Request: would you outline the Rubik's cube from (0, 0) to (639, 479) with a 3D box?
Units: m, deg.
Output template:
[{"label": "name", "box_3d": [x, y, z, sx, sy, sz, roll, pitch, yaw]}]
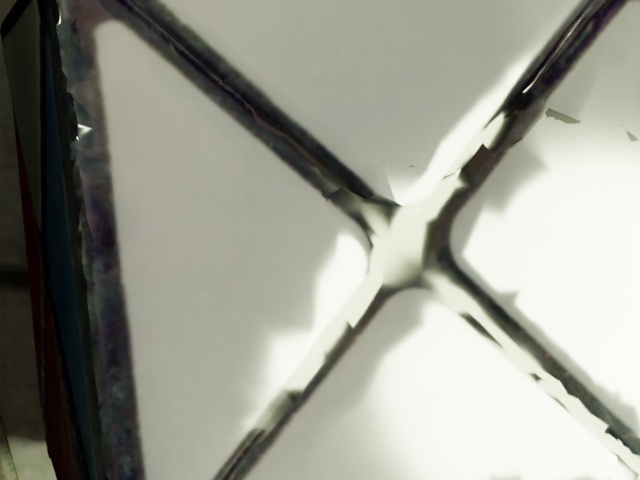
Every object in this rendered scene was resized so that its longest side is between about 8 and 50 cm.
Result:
[{"label": "Rubik's cube", "box_3d": [0.000, 0.000, 0.700, 0.310, 0.307, 0.305, -6, 95, -15]}]

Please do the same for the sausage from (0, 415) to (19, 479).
[{"label": "sausage", "box_3d": [-0.229, 0.078, 0.801, 0.033, 0.033, 0.269, -16, 82, -17]}]
